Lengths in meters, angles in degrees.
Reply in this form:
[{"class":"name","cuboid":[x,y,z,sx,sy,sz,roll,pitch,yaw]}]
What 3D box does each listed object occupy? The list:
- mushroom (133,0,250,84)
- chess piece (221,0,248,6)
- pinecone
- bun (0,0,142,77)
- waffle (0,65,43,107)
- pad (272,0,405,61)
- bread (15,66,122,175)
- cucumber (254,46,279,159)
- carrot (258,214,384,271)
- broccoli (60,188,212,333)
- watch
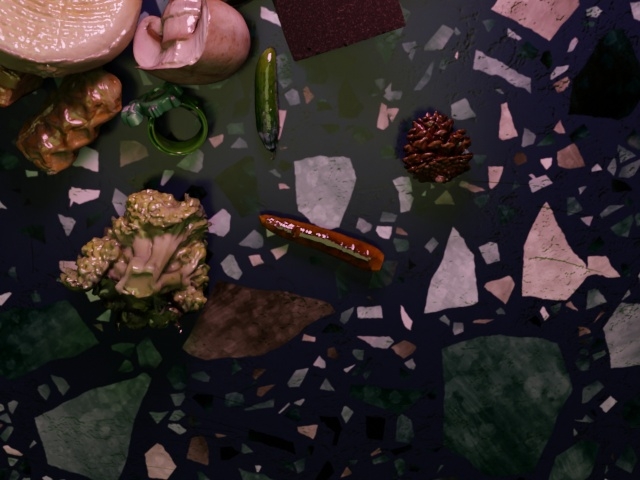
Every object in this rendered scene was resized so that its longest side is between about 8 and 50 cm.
[{"class":"mushroom","cuboid":[-0.252,-0.425,1.464,0.254,0.189,0.195,-1,82,33]},{"class":"chess piece","cuboid":[-0.210,-0.636,1.444,0.139,0.139,0.271,-30,94,8]},{"class":"pinecone","cuboid":[0.258,-0.205,1.559,0.174,0.173,0.173,0,106,-1]},{"class":"bun","cuboid":[-0.553,-0.490,1.411,0.364,0.202,0.364,3,81,-21]},{"class":"waffle","cuboid":[-0.744,-0.394,1.451,0.308,0.213,0.091,25,113,-10]},{"class":"pad","cuboid":[0.017,-0.501,1.418,0.004,0.330,0.220,-34,112,-38]},{"class":"bread","cuboid":[-0.544,-0.270,1.528,0.268,0.130,0.152,-44,71,10]},{"class":"cucumber","cuboid":[-0.120,-0.304,1.569,0.056,0.056,0.250,-2,104,0]},{"class":"carrot","cuboid":[0.000,0.000,1.661,0.314,0.066,0.066,20,105,-3]},{"class":"broccoli","cuboid":[-0.370,0.059,1.554,0.293,0.281,0.348,42,102,-11]},{"class":"watch","cuboid":[-0.339,-0.263,1.557,0.165,0.131,0.152,-30,123,3]}]
